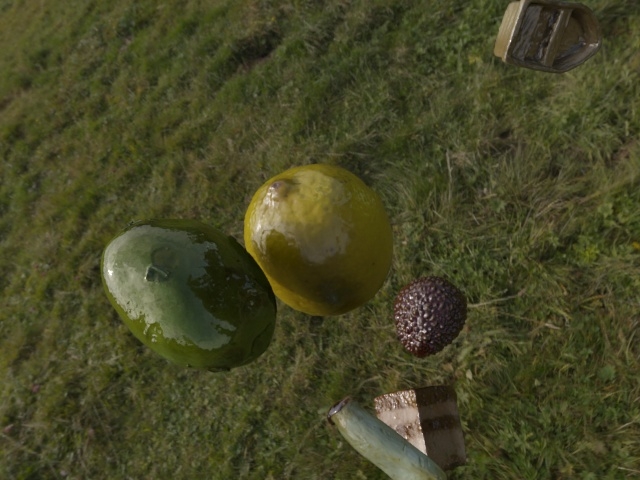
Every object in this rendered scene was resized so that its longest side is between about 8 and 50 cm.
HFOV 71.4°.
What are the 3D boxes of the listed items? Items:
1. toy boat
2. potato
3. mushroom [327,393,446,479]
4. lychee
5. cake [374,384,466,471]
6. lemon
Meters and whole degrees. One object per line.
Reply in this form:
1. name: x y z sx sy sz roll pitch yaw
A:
1. toy boat: 0.412 -0.368 0.803 0.189 0.116 0.061 2 29 -15
2. potato: -0.170 0.068 0.603 0.253 0.148 0.186 33 68 -8
3. mushroom: 0.152 0.495 1.067 0.312 0.081 0.100 38 114 11
4. lychee: 0.355 0.260 1.481 0.272 0.271 0.271 -11 59 20
5. cake: 0.300 0.577 1.296 0.196 0.199 0.292 -33 55 44
6. lemon: -0.001 -0.002 0.783 0.260 0.284 0.260 -39 24 21
